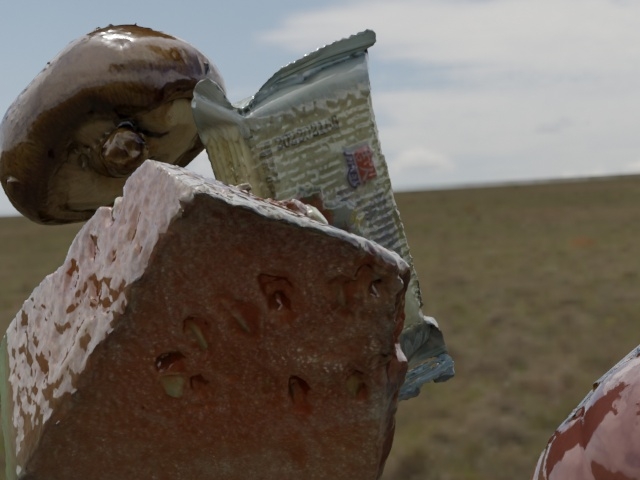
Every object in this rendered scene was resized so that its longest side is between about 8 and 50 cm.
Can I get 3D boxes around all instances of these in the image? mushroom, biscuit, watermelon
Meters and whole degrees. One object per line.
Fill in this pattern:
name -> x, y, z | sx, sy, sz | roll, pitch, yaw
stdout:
mushroom -> -0.200, -0.113, 1.484 | 0.231, 0.138, 0.194 | -34, -4, 7
biscuit -> 0.004, -0.001, 1.283 | 0.186, 0.309, 0.079 | -20, 12, -30
watermelon -> -0.050, 0.039, 0.785 | 0.193, 0.140, 0.257 | 1, -37, -17

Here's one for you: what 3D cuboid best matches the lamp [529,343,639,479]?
lamp -> 0.296, 0.175, 1.125 | 0.305, 0.239, 0.305 | -36, -18, -14
